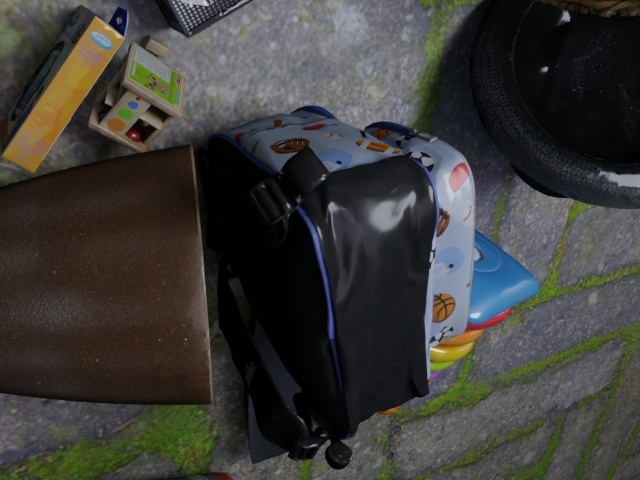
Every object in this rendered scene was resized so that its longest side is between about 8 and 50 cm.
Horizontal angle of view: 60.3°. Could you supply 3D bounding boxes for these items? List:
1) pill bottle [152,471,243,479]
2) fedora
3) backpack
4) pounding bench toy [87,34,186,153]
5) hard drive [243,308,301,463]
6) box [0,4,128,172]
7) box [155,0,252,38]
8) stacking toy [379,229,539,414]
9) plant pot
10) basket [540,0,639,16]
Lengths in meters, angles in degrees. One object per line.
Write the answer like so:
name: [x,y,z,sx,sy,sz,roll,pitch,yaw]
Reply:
pill bottle: [-0.249,0.377,0.587,0.362,0.210,0.210,9,111,-35]
fedora: [0.315,-0.168,0.643,0.333,0.334,0.152,-33,164,-12]
backpack: [0.000,0.000,0.496,0.213,0.263,0.277,-20,125,-27]
pounding bench toy: [-0.155,-0.126,0.466,0.065,0.083,0.052,-34,134,31]
hard drive: [-0.020,0.158,0.706,0.171,0.054,0.255,-9,120,-27]
box: [-0.195,-0.125,0.419,0.028,0.081,0.136,30,97,-39]
box: [-0.078,-0.324,0.392,0.216,0.060,0.270,-35,129,-11]
stacking toy: [0.132,0.127,0.739,0.175,0.165,0.302,-15,136,-41]
plant pot: [-0.211,0.036,0.439,0.230,0.215,0.216,-4,119,-14]
basket: [0.235,-0.333,0.429,0.213,0.299,0.223,-46,132,1]
